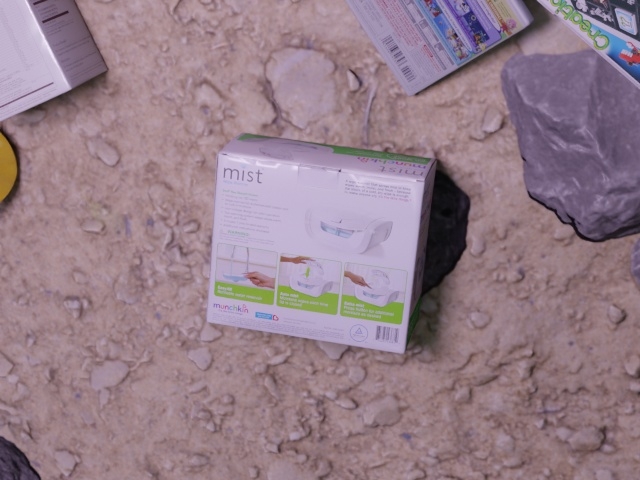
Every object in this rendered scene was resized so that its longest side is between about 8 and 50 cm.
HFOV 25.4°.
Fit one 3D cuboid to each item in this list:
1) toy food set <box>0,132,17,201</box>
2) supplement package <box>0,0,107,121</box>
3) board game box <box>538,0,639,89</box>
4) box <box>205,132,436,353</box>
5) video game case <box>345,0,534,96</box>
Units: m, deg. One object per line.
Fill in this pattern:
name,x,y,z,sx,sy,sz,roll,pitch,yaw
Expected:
toy food set,-0.501,-0.133,1.900,0.128,0.071,0.218,-40,98,-4
supplement package,-0.398,-0.288,1.786,0.139,0.134,0.244,-21,102,18
board game box,0.338,-0.337,1.653,0.305,0.053,0.193,41,111,-2
box,0.000,0.000,1.794,0.262,0.127,0.231,8,108,10
video game case,0.122,-0.304,1.699,0.193,0.023,0.212,-29,99,37
